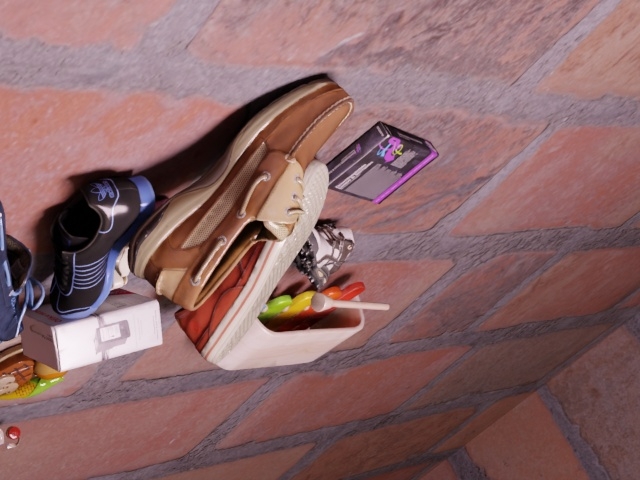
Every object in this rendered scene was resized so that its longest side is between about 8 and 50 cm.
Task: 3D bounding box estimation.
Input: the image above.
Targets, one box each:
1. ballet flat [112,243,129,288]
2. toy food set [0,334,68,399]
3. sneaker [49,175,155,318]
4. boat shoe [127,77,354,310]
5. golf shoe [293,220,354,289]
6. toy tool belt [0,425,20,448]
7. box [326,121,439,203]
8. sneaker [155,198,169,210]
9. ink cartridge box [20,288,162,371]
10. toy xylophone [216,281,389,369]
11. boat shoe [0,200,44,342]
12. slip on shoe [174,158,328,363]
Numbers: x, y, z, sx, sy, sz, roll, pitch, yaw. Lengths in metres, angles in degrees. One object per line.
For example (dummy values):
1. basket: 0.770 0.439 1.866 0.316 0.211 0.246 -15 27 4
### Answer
1. ballet flat: -0.260 0.032 1.593 0.057 0.052 0.168 -18 156 -28
2. toy food set: -0.404 0.179 1.755 0.132 0.038 0.192 -21 157 -20
3. sneaker: -0.280 0.010 1.492 0.090 0.081 0.232 -5 141 -44
4. boat shoe: -0.074 -0.047 1.493 0.324 0.120 0.122 -44 165 -7
5. golf shoe: 0.000 0.000 1.841 0.094 0.077 0.198 -39 166 -6
6. toy tool belt: -0.490 0.289 1.889 0.083 0.052 0.051 -10 -178 -34
7. box: 0.081 -0.104 1.756 0.116 0.029 0.162 -39 158 20
8. sneaker: -0.202 0.000 1.590 0.047 0.057 0.119 -20 158 -27
9. ink cartridge box: -0.296 0.112 1.638 0.150 0.063 0.109 -14 -164 -36
10. toy xylophone: -0.033 0.125 2.023 0.236 0.081 0.322 -33 160 24
11. boat shoe: -0.355 0.040 1.424 0.089 0.109 0.258 -28 161 -14
12. slip on shoe: -0.096 0.019 1.710 0.331 0.101 0.123 -56 170 27
